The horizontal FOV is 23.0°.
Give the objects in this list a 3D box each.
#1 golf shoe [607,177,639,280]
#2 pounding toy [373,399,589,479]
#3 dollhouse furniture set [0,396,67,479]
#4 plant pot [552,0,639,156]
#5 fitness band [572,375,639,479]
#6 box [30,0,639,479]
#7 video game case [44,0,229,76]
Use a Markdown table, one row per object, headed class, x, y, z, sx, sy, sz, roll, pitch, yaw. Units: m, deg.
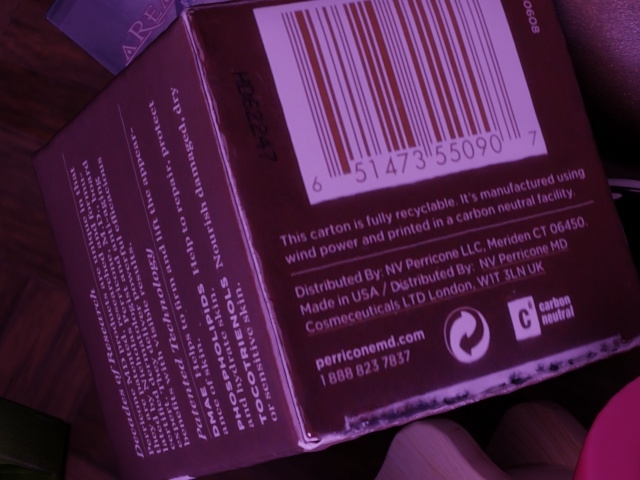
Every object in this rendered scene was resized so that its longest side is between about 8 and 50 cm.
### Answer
| class | x | y | z | sx | sy | sz | roll | pitch | yaw |
| --- | --- | --- | --- | --- | --- | --- | --- | --- | --- |
| golf shoe | 0.110 | -0.002 | 0.732 | 0.198 | 0.094 | 0.077 | -1 | 73 | 34 |
| pounding toy | 0.139 | 0.180 | 0.662 | 0.269 | 0.154 | 0.154 | 39 | 124 | 45 |
| dollhouse furniture set | -0.313 | 0.185 | 0.894 | 0.301 | 0.151 | 0.198 | -6 | 70 | 31 |
| plant pot | 0.138 | -0.175 | 0.677 | 0.215 | 0.230 | 0.215 | -8 | 69 | 23 |
| fitness band | 0.226 | 0.129 | 0.545 | 0.291 | 0.209 | 0.054 | 32 | 134 | 29 |
| box | 0.000 | 0.000 | 0.672 | 0.203 | 0.168 | 0.167 | -28 | 77 | 61 |
| video game case | -0.028 | -0.148 | 0.915 | 0.274 | 0.026 | 0.196 | 39 | 95 | 35 |
